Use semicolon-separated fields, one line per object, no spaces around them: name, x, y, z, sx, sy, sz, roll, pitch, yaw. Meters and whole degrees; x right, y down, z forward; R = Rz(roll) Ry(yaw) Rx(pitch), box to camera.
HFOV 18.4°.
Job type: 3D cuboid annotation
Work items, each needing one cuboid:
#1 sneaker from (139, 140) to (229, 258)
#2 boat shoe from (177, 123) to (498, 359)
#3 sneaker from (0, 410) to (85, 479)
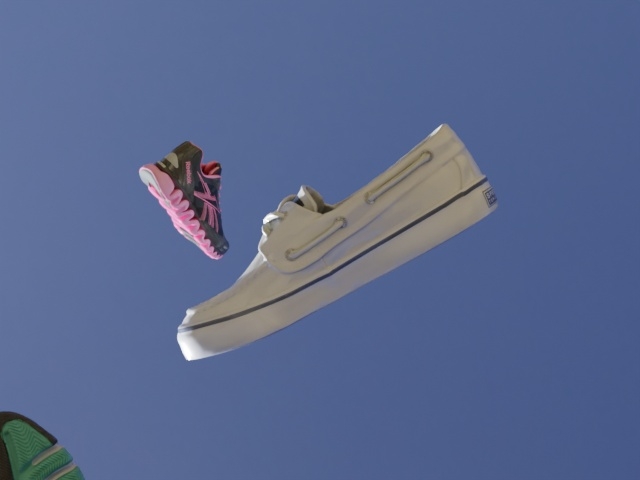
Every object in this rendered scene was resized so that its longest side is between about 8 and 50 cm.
sneaker;-0.092;-0.033;1.535;0.057;0.119;0.047;-46;-129;-13
boat shoe;0.000;0.000;1.446;0.258;0.084;0.095;-28;-176;5
sneaker;-0.205;0.233;1.509;0.083;0.223;0.098;-34;-175;-24
